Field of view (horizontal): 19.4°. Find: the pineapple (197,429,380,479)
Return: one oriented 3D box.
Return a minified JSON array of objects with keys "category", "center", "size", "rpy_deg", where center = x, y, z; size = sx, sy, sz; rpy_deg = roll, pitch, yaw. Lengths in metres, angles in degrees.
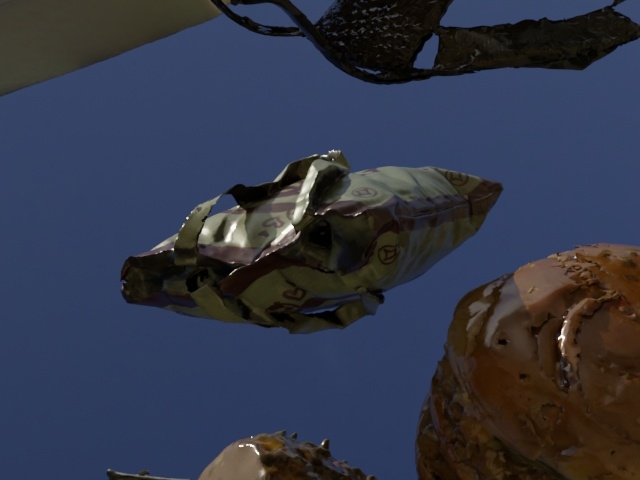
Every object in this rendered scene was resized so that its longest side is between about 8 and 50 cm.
[{"category":"pineapple","center":[0.045,0.244,1.394],"size":[0.310,0.170,0.141],"rpy_deg":[26,-80,-29]}]

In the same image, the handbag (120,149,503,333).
[{"category":"handbag","center":[0.000,0.000,1.340],"size":[0.235,0.213,0.127],"rpy_deg":[-1,-104,-64]}]

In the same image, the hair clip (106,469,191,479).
[{"category":"hair clip","center":[-0.087,0.168,1.023],"size":[0.140,0.220,0.054],"rpy_deg":[0,-106,-4]}]

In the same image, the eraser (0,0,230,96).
[{"category":"eraser","center":[-0.200,-0.227,0.844],"size":[0.397,0.213,0.082],"rpy_deg":[47,-145,-44]}]

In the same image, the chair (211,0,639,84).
[{"category":"chair","center":[0.053,-0.131,0.861],"size":[0.213,0.174,0.149],"rpy_deg":[30,-89,-31]}]

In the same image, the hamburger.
[{"category":"hamburger","center":[0.202,0.123,1.300],"size":[0.260,0.211,0.245],"rpy_deg":[22,-131,12]}]
